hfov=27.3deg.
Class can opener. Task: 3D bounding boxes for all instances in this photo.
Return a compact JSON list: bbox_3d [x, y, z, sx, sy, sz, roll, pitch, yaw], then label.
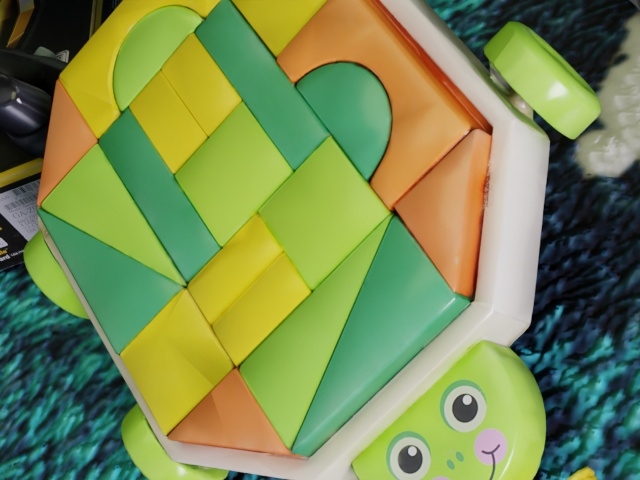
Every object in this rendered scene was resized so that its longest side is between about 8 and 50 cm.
[{"bbox_3d":[-0.186,-0.092,0.770,0.186,0.073,0.059,23,74,51],"label":"can opener"}]

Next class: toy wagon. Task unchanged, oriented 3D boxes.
[{"bbox_3d":[0.000,0.000,0.596,0.267,0.068,0.344,-46,58,17],"label":"toy wagon"}]

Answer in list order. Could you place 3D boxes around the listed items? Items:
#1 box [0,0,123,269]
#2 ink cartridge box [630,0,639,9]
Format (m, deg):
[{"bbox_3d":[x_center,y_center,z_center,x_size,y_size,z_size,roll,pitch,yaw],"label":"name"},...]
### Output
[{"bbox_3d":[-0.244,-0.109,0.914,0.257,0.079,0.322,-20,45,17],"label":"box"},{"bbox_3d":[0.180,-0.220,0.654,0.121,0.211,0.289,-31,43,3],"label":"ink cartridge box"}]
